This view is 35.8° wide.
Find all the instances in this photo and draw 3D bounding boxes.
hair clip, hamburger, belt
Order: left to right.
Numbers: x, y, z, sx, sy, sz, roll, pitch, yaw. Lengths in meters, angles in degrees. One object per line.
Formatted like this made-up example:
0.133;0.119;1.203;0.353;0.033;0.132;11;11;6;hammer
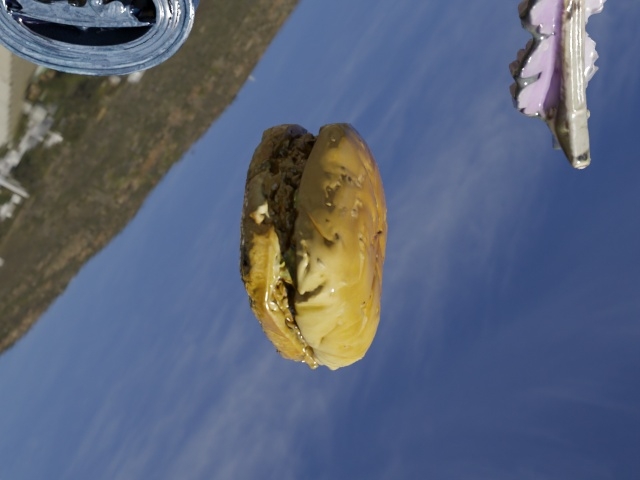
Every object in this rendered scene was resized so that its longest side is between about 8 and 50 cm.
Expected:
-0.193;-0.215;0.841;0.082;0.190;0.141;-91;-170;-55;belt
0.000;0.000;1.251;0.158;0.318;0.318;0;-129;11;hamburger
0.244;-0.195;0.993;0.106;0.292;0.084;-16;-138;-7;hair clip
